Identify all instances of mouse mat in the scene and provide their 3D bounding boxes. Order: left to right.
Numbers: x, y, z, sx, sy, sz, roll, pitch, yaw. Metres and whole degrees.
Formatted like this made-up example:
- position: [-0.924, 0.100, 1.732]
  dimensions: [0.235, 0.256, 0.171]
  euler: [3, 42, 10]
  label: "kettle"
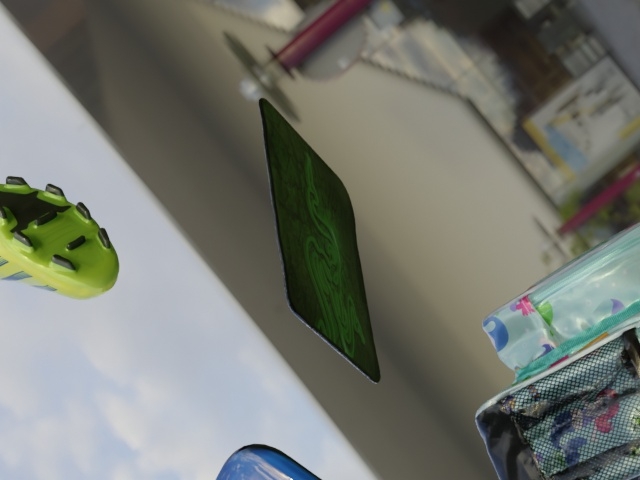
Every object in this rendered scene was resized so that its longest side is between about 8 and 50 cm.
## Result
- position: [0.000, 0.000, 1.120]
  dimensions: [0.152, 0.007, 0.189]
  euler: [44, -149, -51]
  label: "mouse mat"

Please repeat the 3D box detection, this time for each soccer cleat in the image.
- position: [-0.307, 0.002, 1.408]
  dimensions: [0.289, 0.121, 0.093]
  euler: [21, -143, 22]
  label: "soccer cleat"

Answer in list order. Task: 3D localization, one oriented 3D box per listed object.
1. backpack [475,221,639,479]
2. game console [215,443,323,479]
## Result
- position: [0.246, 0.080, 0.982]
  dimensions: [0.225, 0.253, 0.191]
  euler: [4, -117, -60]
  label: "backpack"
- position: [0.038, 0.292, 0.882]
  dimensions: [0.293, 0.173, 0.250]
  euler: [33, 164, 20]
  label: "game console"
